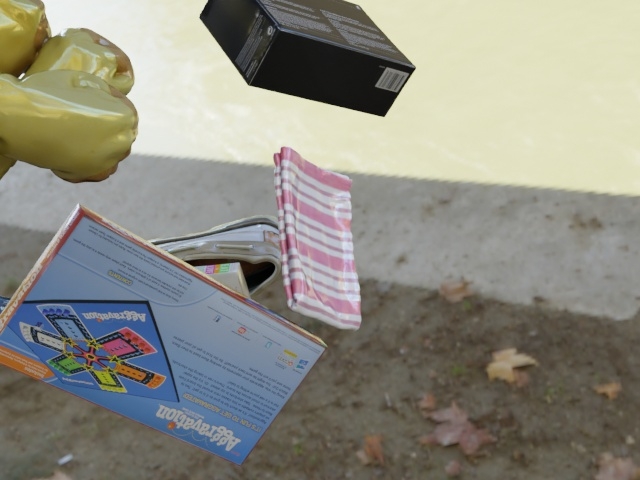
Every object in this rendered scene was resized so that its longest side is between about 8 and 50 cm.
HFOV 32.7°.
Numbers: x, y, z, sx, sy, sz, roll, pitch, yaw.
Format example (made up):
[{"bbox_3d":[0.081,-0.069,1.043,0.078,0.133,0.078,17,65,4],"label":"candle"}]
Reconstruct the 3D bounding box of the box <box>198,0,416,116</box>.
[{"bbox_3d":[-0.018,-0.289,1.590,0.261,0.103,0.184,8,38,-40],"label":"box"}]

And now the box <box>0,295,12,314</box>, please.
[{"bbox_3d":[-0.549,0.126,1.495,0.175,0.220,0.051,-45,43,37],"label":"box"}]

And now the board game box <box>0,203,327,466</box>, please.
[{"bbox_3d":[-0.136,0.092,0.955,0.145,0.281,0.027,-54,36,4],"label":"board game box"}]

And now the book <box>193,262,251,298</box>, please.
[{"bbox_3d":[-0.154,0.073,1.263,0.144,0.096,0.035,-6,35,9],"label":"book"}]

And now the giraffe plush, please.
[{"bbox_3d":[-0.213,-0.039,0.589,0.181,0.170,0.210,30,24,-9],"label":"giraffe plush"}]

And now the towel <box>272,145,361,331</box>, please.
[{"bbox_3d":[0.000,0.000,1.258,0.029,0.144,0.197,-16,69,29],"label":"towel"}]

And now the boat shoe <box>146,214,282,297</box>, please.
[{"bbox_3d":[-0.183,0.054,1.412,0.302,0.113,0.103,-23,20,9],"label":"boat shoe"}]
